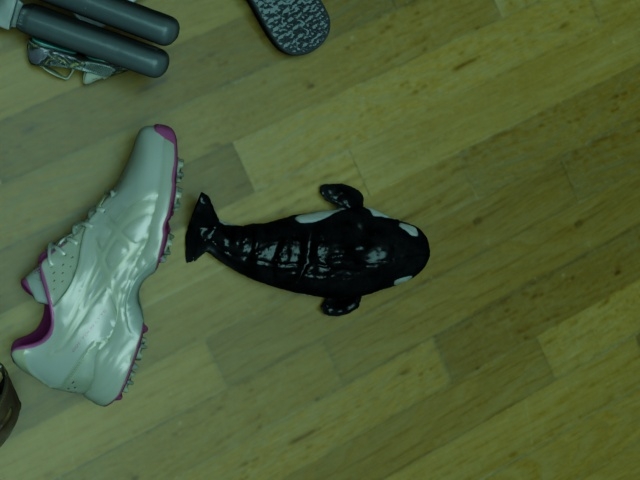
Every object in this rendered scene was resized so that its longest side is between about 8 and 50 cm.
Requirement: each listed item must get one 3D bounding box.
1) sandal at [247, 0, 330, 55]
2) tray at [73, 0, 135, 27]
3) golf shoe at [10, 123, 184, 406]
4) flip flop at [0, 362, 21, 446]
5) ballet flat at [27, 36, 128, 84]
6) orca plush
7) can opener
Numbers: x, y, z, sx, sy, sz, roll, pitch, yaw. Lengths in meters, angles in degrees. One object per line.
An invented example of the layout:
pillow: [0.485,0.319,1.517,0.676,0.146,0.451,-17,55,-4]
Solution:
sandal: [-0.076,-0.325,1.297,0.097,0.054,0.254,-26,108,-9]
tray: [-0.279,-0.369,1.236,0.145,0.030,0.270,-41,102,-13]
golf shoe: [-0.233,0.016,1.214,0.140,0.115,0.306,16,85,-14]
flip flop: [-0.348,0.193,1.178,0.080,0.112,0.277,4,92,-20]
ballet flat: [-0.260,-0.190,1.244,0.114,0.041,0.041,11,87,-17]
orca plush: [0.000,0.000,1.290,0.287,0.102,0.151,20,84,-17]
can opener: [-0.287,-0.238,1.187,0.280,0.093,0.074,19,110,-10]
